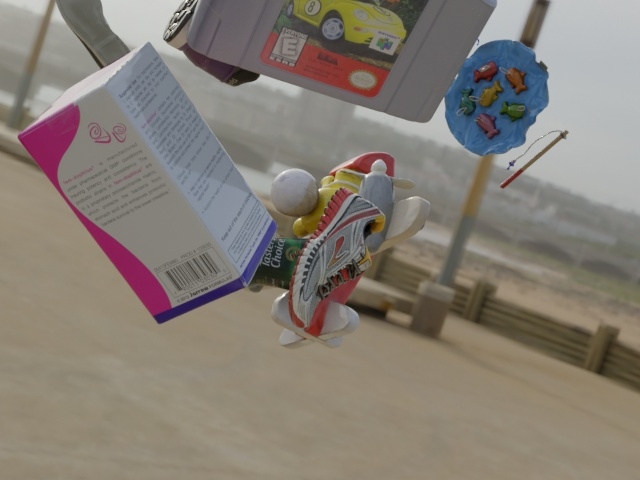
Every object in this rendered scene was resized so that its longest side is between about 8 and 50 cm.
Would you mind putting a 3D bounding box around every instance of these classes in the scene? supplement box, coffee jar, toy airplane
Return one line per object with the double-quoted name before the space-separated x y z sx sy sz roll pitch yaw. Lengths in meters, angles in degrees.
"supplement box" -0.154 -0.052 1.063 0.220 0.111 0.114 56 29 -20
"coffee jar" -0.069 0.036 1.918 0.184 0.096 0.079 6 -22 5
"toy airplane" 0.000 0.000 2.036 0.272 0.386 0.384 48 6 -21

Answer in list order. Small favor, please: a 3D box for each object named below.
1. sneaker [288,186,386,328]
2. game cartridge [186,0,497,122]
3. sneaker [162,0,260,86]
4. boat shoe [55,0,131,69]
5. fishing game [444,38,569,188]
"sneaker" 0.022 0.028 1.638 0.093 0.225 0.088 25 -23 9
"game cartridge" 0.026 -0.245 1.218 0.294 0.196 0.060 15 36 -16
"sneaker" -0.048 -0.306 1.310 0.124 0.283 0.107 36 5 -21
"boat shoe" -0.396 -0.361 1.980 0.206 0.075 0.065 55 -24 1
"fishing game" 0.269 -0.223 1.788 0.041 0.189 0.264 12 44 -51
